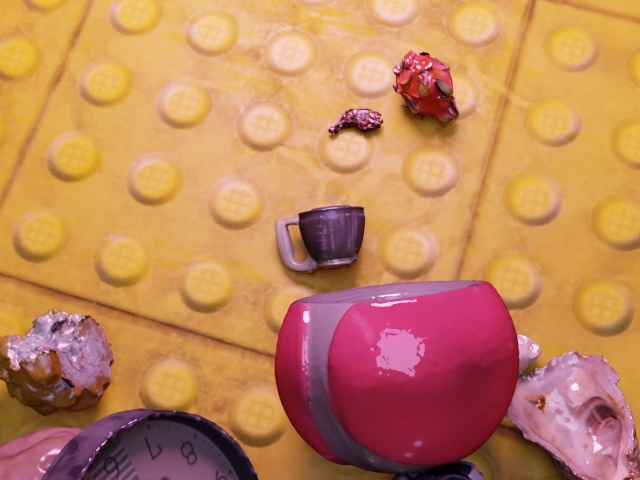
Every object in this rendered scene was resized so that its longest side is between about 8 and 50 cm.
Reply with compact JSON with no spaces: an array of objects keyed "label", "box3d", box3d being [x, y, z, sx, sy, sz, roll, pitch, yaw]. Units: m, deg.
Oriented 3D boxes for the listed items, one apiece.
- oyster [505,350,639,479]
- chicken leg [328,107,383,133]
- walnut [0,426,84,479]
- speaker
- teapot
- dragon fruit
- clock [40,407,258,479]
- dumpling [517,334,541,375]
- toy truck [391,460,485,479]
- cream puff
[{"label":"oyster","box3d":[0.340,0.260,1.144,0.162,0.107,0.232,-27,55,-6]},{"label":"chicken leg","box3d":[0.052,-0.178,1.328,0.083,0.021,0.036,-5,81,1]},{"label":"walnut","box3d":[-0.315,0.360,1.053,0.273,0.273,0.227,-47,45,-12]},{"label":"speaker","box3d":[0.097,0.144,1.073,0.294,0.294,0.294,-1,72,2]},{"label":"teapot","box3d":[0.007,0.000,1.250,0.092,0.124,0.090,-2,86,-41]},{"label":"dragon fruit","box3d":[0.159,-0.221,1.309,0.116,0.086,0.081,45,40,6]},{"label":"clock","box3d":[-0.177,0.337,0.976,0.061,0.313,0.312,-16,66,38]},{"label":"dumpling","box3d":[0.254,0.152,1.203,0.077,0.043,0.059,-36,58,8]},{"label":"toy truck","box3d":[0.084,0.424,1.015,0.178,0.176,0.363,43,70,-5]},{"label":"cream puff","box3d":[-0.357,0.163,1.182,0.156,0.121,0.156,-8,27,4]}]
